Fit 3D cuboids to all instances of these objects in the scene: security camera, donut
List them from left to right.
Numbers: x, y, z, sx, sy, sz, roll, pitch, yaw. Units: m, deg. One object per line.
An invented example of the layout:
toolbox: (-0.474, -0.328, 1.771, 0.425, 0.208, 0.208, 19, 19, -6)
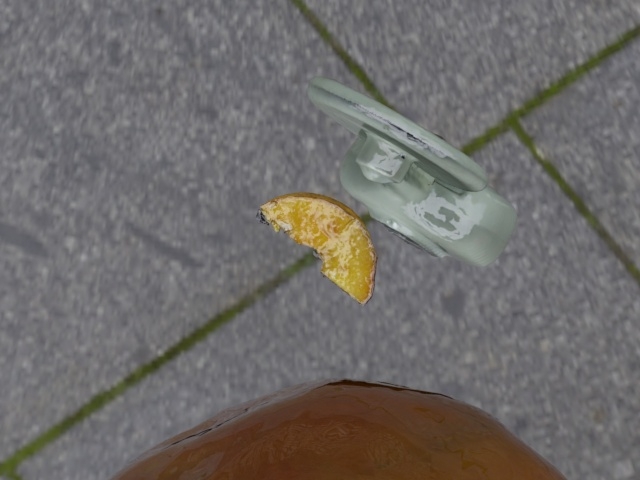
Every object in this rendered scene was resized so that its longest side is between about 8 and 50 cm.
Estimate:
donut: (0.000, 0.000, 1.063, 0.083, 0.038, 0.067, 10, 113, 9)
security camera: (0.070, -0.050, 1.308, 0.157, 0.301, 0.080, 31, 88, 21)

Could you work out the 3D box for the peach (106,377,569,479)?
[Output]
peach: (0.007, 0.231, 0.773, 0.302, 0.343, 0.343, -43, 117, -11)
